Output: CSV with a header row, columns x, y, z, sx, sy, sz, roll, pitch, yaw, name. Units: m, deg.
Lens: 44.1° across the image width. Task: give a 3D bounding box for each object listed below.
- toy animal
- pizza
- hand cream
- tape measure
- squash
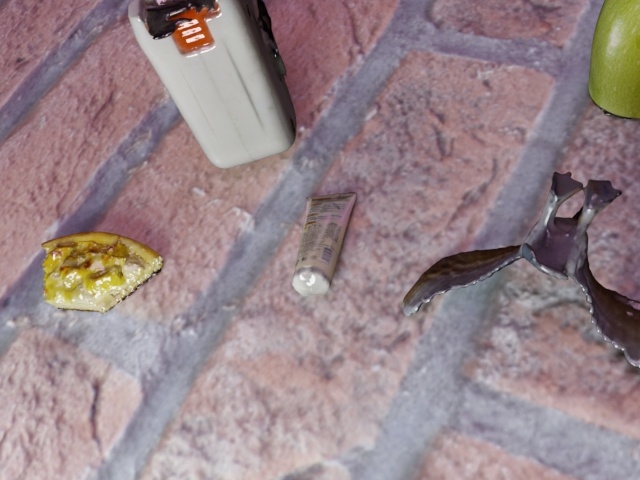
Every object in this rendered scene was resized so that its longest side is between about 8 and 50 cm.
x,y,z,sx,sy,sz,roll,pitch,yaw,name
0.231,0.007,0.717,0.272,0.160,0.197,24,63,22,toy animal
-0.262,0.033,0.908,0.160,0.036,0.099,6,57,21,pizza
0.000,0.000,0.856,0.061,0.039,0.143,-6,44,22,hand cream
-0.115,-0.232,0.913,0.130,0.258,0.265,-16,52,8,tape measure
0.341,-0.217,0.812,0.123,0.186,0.123,-6,60,11,squash
